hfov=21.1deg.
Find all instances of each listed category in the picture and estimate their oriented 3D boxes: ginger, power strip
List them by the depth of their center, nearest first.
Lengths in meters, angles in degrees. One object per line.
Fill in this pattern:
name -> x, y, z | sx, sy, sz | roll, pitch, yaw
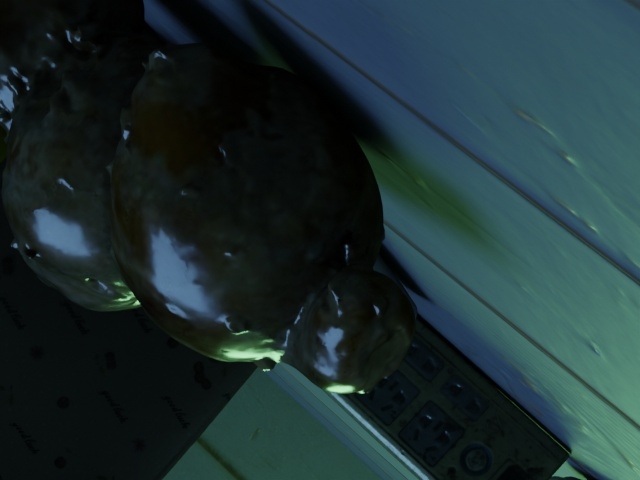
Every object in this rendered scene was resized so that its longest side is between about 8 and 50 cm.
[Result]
ginger -> -0.084, -0.036, 1.004 | 0.375, 0.176, 0.256 | 36, 149, 42
power strip -> 0.092, 0.136, 1.311 | 0.268, 0.092, 0.034 | 42, 175, 16

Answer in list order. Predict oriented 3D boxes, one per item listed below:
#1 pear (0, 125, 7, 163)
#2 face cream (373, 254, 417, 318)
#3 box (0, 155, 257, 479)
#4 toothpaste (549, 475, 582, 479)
pear -> -0.249, -0.057, 1.483 | 0.321, 0.269, 0.269 | 50, 173, 1
face cream -> 0.000, 0.000, 1.204 | 0.182, 0.051, 0.072 | 49, 172, -28
box -> -0.193, 0.071, 1.252 | 0.225, 0.297, 0.190 | 43, 173, -15
toothpaste -> 0.224, 0.206, 1.258 | 0.052, 0.033, 0.218 | 42, 169, -20
